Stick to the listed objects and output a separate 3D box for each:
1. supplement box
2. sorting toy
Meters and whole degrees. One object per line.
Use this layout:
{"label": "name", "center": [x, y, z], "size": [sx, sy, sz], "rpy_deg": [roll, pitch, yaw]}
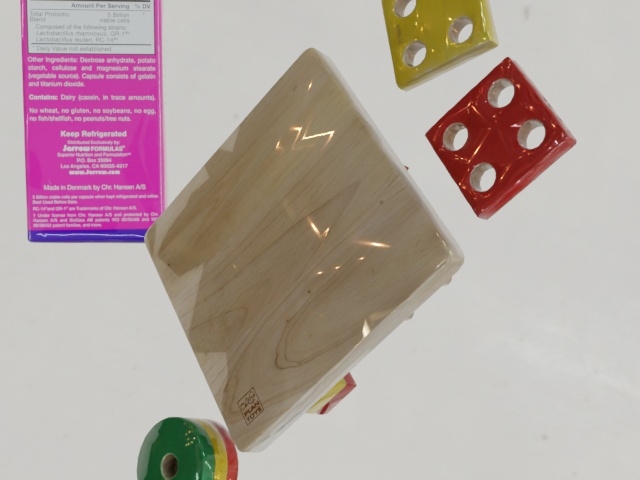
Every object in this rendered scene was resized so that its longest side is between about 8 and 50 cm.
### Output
{"label": "supplement box", "center": [-0.182, -0.112, 0.821], "size": [0.113, 0.111, 0.220], "rpy_deg": [0, 95, -7]}
{"label": "sorting toy", "center": [0.000, 0.000, 0.452], "size": [0.046, 0.274, 0.132], "rpy_deg": [17, 34, -49]}
